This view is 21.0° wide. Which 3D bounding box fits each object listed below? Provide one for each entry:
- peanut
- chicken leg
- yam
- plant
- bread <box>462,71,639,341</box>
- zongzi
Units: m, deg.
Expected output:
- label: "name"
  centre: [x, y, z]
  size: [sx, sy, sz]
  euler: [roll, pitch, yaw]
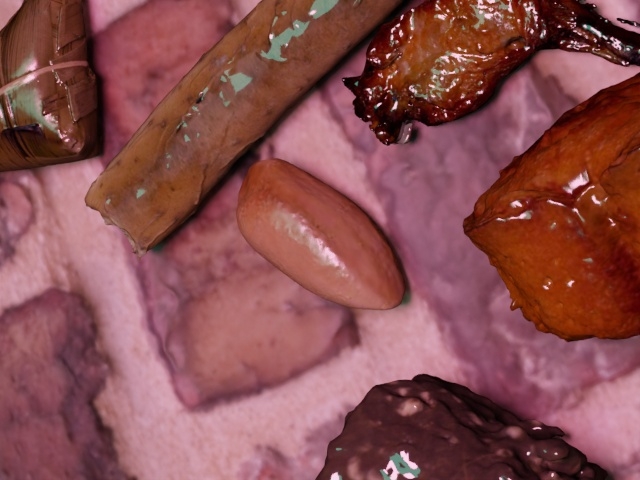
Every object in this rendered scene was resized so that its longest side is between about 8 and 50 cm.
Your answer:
- label: "peanut"
  centre: [0.000, 0.000, 1.252]
  size: [0.152, 0.076, 0.076]
  euler: [41, 109, 15]
- label: "chicken leg"
  centre: [0.131, -0.134, 1.196]
  size: [0.253, 0.051, 0.106]
  euler: [-9, 95, 25]
- label: "yam"
  centre: [-0.037, -0.130, 1.266]
  size: [0.371, 0.083, 0.083]
  euler: [-44, 74, 20]
- label: "plant"
  centre: [0.105, 0.204, 1.155]
  size: [0.234, 0.178, 0.204]
  euler: [36, 106, 26]
- label: "bread"
  centre: [0.201, -0.032, 1.072]
  size: [0.232, 0.246, 0.135]
  euler: [-24, 94, 36]
- label: "zongzi"
  centre: [-0.268, -0.141, 1.368]
  size: [0.189, 0.081, 0.178]
  euler: [-7, 88, 19]
